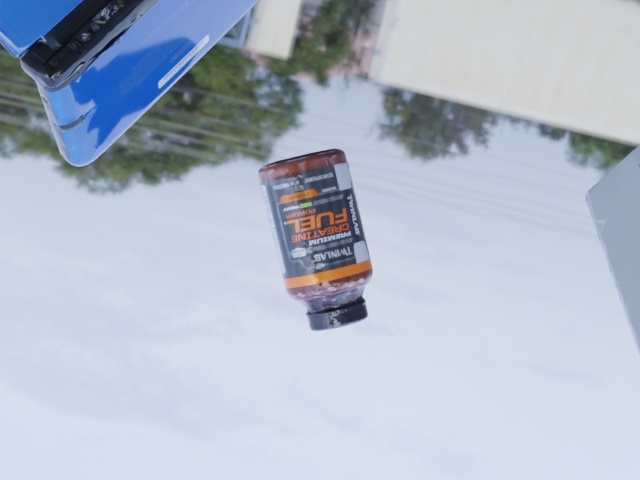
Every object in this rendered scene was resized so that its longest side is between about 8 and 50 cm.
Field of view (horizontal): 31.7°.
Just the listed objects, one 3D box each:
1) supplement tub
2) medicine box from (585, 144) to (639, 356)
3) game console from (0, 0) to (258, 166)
[{"bbox_3d":[0.000,0.000,1.284,0.106,0.198,0.106,-14,-178,1],"label":"supplement tub"},{"bbox_3d":[0.371,0.065,0.834,0.289,0.149,0.263,24,-141,-29],"label":"medicine box"},{"bbox_3d":[-0.191,-0.257,1.003,0.173,0.293,0.250,38,160,13],"label":"game console"}]
